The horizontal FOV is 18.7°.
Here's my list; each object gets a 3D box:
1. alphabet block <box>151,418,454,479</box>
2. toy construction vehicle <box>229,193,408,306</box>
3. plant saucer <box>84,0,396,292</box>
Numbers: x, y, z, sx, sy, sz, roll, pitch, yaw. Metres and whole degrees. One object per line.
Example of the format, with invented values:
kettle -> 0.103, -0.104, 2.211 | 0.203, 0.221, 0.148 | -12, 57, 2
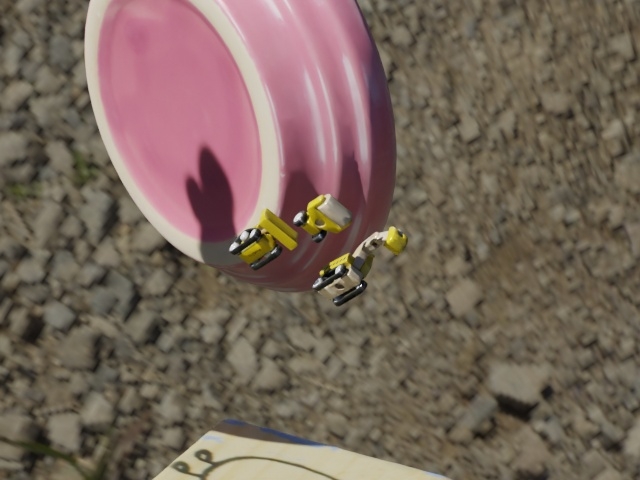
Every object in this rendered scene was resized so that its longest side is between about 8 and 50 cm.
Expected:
alphabet block -> -0.029, 0.253, 1.307 | 0.192, 0.197, 0.193 | 12, 104, 12
toy construction vehicle -> 0.000, 0.000, 1.324 | 0.098, 0.086, 0.035 | -35, 26, 43
plant saucer -> -0.079, -0.109, 1.504 | 0.084, 0.332, 0.332 | -24, 63, -33
